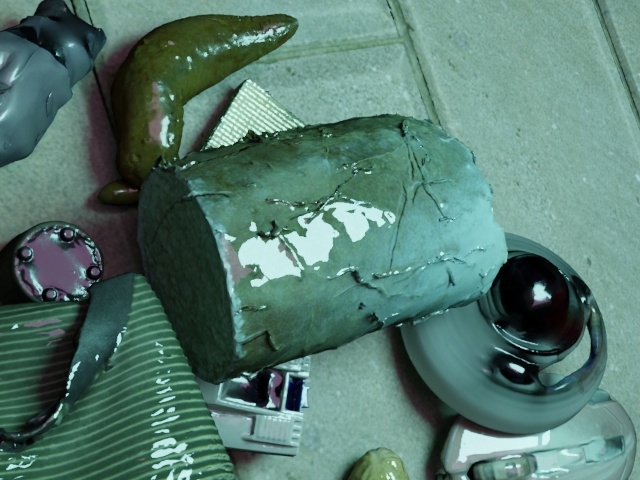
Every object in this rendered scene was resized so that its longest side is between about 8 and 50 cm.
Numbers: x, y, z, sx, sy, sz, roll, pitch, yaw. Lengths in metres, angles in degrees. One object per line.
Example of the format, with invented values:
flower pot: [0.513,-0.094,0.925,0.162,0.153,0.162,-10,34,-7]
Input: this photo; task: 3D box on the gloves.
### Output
gloves: [-0.315,-0.136,0.717,0.119,0.142,0.285,34,60,14]

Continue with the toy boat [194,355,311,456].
toy boat: [-0.151,0.138,0.761,0.295,0.088,0.129,14,71,-18]

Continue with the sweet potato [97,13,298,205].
sweet potato: [-0.157,-0.172,0.832,0.124,0.098,0.310,40,66,-12]

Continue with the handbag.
handbag: [-0.237,0.170,0.546,0.340,0.247,0.240,-6,70,-37]

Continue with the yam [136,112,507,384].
yam: [0.000,0.000,0.761,0.348,0.241,0.241,-15,85,-39]

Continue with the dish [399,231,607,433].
dish: [0.245,0.084,0.918,0.273,0.134,0.274,7,58,-12]

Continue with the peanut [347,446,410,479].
peanut: [0.060,0.320,0.839,0.080,0.080,0.175,12,71,-26]

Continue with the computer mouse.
computer mouse: [0.279,0.272,0.956,0.388,0.115,0.200,-5,77,-31]

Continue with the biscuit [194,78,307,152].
biscuit: [-0.090,-0.080,0.879,0.121,0.040,0.199,38,62,-20]

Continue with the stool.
stool: [-0.255,0.029,0.715,0.096,0.110,0.096,6,77,-29]
